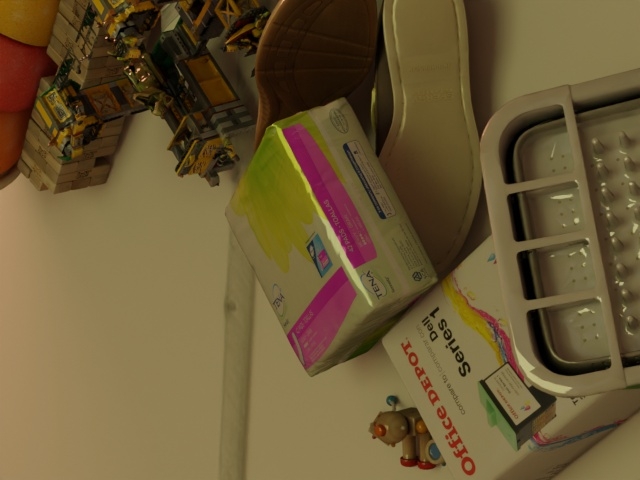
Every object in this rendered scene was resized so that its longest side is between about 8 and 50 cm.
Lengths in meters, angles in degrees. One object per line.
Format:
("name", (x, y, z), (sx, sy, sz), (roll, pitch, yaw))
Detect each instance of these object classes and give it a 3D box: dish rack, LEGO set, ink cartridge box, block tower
("dish rack", (0.321, -0.016, 1.352), (0.332, 0.072, 0.286), (-13, 68, 16))
("LEGO set", (-0.175, -0.177, 1.816), (0.192, 0.255, 0.331), (57, 134, 17))
("ink cartridge box", (0.217, 0.101, 1.522), (0.278, 0.117, 0.201), (-46, 60, 35))
("block tower", (-0.308, -0.213, 2.044), (0.091, 0.097, 0.335), (44, 131, 30))

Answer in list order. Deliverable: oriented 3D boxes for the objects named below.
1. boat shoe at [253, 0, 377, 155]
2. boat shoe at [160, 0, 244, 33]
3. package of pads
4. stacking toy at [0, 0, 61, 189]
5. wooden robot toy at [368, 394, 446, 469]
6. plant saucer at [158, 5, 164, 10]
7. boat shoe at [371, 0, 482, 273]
("boat shoe", (-0.012, -0.204, 1.702), (0.342, 0.123, 0.123), (102, 171, -55))
("boat shoe", (-0.143, -0.310, 1.935), (0.184, 0.066, 0.063), (-37, 65, 50))
("package of pads", (0.000, 0.000, 1.648), (0.229, 0.101, 0.296), (62, 160, 11))
("stacking toy", (-0.433, -0.317, 2.058), (0.480, 0.350, 0.351), (-42, 61, 29))
("wooden robot toy", (0.095, 0.213, 1.676), (0.173, 0.079, 0.076), (0, 90, 46))
("plant saucer", (-0.240, -0.378, 2.046), (0.200, 0.037, 0.200), (1, 92, 46))
("boat shoe", (0.108, -0.127, 1.648), (0.097, 0.116, 0.324), (-97, 5, -79))
